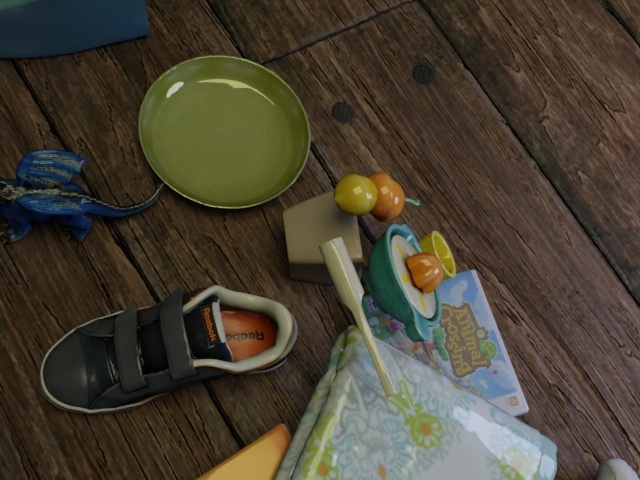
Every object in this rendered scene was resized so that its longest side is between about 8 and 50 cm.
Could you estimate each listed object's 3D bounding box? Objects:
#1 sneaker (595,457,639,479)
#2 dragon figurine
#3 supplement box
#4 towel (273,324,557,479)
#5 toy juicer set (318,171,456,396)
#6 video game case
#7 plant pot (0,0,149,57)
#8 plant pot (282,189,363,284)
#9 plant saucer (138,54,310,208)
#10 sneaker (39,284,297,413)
[{"bbox_3d":[0.345,0.384,1.217,0.115,0.090,0.232,16,64,-3],"label":"sneaker"},{"bbox_3d":[-0.337,-0.058,1.198,0.289,0.144,0.085,1,68,-14],"label":"dragon figurine"},{"bbox_3d":[-0.124,0.315,1.135,0.233,0.080,0.078,-29,77,-24],"label":"supplement box"},{"bbox_3d":[0.094,0.335,1.124,0.320,0.090,0.375,32,67,-17],"label":"towel"},{"bbox_3d":[0.089,0.015,1.161,0.209,0.089,0.329,60,24,-13],"label":"toy juicer set"},{"bbox_3d":[0.160,0.158,1.298,0.193,0.023,0.213,-13,71,-18],"label":"video game case"},{"bbox_3d":[-0.378,-0.354,1.309,0.234,0.166,0.166,-22,75,-13],"label":"plant pot"},{"bbox_3d":[0.000,0.000,1.284,0.096,0.109,0.109,-6,69,-3],"label":"plant pot"},{"bbox_3d":[-0.135,-0.148,1.345,0.240,0.037,0.241,5,68,-12],"label":"plant saucer"},{"bbox_3d":[-0.184,0.125,1.173,0.321,0.127,0.126,-11,73,-16],"label":"sneaker"}]
